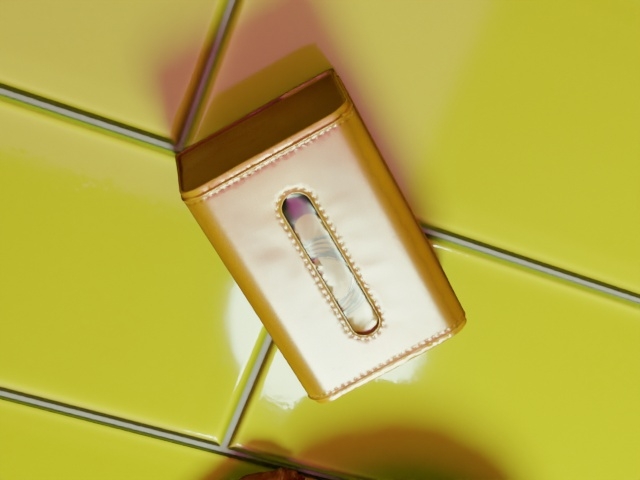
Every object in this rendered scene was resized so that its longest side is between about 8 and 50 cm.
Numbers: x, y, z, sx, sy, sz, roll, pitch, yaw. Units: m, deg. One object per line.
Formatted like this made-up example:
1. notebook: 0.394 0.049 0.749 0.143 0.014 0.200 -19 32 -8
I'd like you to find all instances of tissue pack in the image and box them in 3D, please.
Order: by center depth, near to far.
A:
1. tissue pack: 0.000 0.000 1.079 0.194 0.145 0.274 -29 113 6

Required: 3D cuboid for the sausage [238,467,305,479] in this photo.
1. sausage: -0.149 0.394 1.246 0.348 0.094 0.097 -41 135 10
